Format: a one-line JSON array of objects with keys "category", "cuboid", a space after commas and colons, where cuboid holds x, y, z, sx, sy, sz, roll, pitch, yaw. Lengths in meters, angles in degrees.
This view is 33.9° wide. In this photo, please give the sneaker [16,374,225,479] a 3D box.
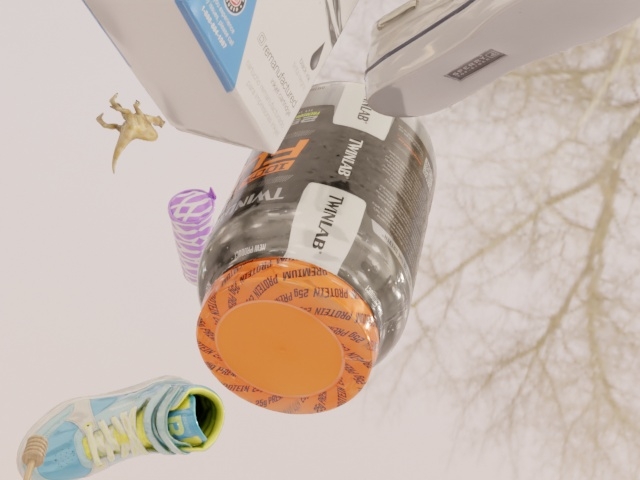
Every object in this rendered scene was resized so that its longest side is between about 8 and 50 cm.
[{"category": "sneaker", "cuboid": [-0.293, 0.291, 1.611, 0.319, 0.127, 0.208, -22, -171, -32]}]

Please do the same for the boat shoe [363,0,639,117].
[{"category": "boat shoe", "cuboid": [0.136, -0.177, 0.773, 0.096, 0.267, 0.088, 11, -115, -37]}]

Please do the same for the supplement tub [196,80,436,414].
[{"category": "supplement tub", "cuboid": [0.000, 0.000, 1.061, 0.207, 0.207, 0.338, 13, -143, 5]}]

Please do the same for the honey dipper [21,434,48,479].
[{"category": "honey dipper", "cuboid": [-0.385, 0.316, 1.380, 0.031, 0.030, 0.160, 5, -153, -7]}]

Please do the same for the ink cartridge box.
[{"category": "ink cartridge box", "cuboid": [-0.037, -0.169, 0.592, 0.082, 0.139, 0.190, 18, -111, 27]}]

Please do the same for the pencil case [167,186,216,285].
[{"category": "pencil case", "cuboid": [-0.211, -0.003, 1.836, 0.088, 0.206, 0.086, -21, -123, -12]}]

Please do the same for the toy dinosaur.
[{"category": "toy dinosaur", "cuboid": [-0.298, -0.180, 1.641, 0.093, 0.053, 0.183, 38, -147, -2]}]
